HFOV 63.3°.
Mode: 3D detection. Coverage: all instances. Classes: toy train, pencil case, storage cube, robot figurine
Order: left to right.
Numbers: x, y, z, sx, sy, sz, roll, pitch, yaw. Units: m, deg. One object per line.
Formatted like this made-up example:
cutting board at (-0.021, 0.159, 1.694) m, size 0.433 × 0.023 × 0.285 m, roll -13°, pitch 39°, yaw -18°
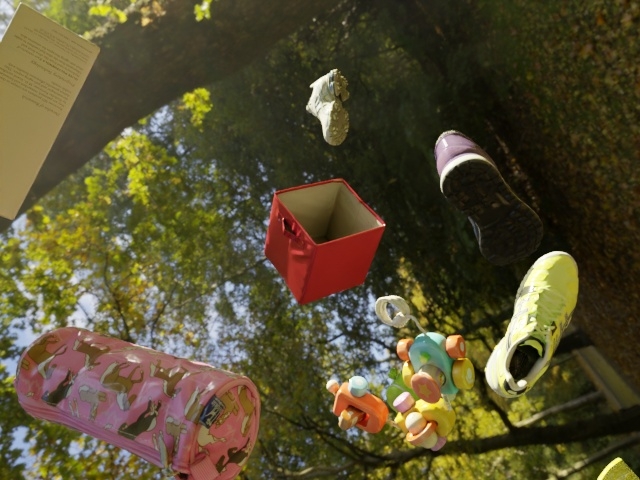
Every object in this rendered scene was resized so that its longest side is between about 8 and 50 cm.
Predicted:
pencil case at (-0.286, 0.243, 0.798) m, size 0.167 × 0.386 × 0.160 m, roll 38°, pitch -115°, yaw -61°
storage cube at (0.000, 0.000, 1.185) m, size 0.215 × 0.193 × 0.183 m, roll -17°, pitch -130°, yaw -31°
toy train at (0.064, 0.137, 0.470) m, size 0.125 × 0.166 × 0.046 m, roll 28°, pitch -144°, yaw 17°
robot figurine at (0.173, 0.284, 0.995) m, size 0.101 × 0.115 × 0.067 m, roll 47°, pitch 156°, yaw 9°

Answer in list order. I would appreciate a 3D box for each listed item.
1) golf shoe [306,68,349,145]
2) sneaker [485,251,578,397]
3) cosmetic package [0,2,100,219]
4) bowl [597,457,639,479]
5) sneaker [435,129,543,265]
golf shoe at (0.012, -0.266, 1.078) m, size 0.069 × 0.086 × 0.176 m, roll 39°, pitch -133°, yaw -50°
sneaker at (0.532, 0.208, 1.250) m, size 0.145 × 0.384 × 0.147 m, roll 22°, pitch 176°, yaw 8°
cosmetic package at (-0.590, -0.240, 1.005) m, size 0.155 × 0.365 × 0.197 m, roll 26°, pitch 176°, yaw -31°
bowl at (0.697, 0.656, 1.148) m, size 0.289 × 0.156 × 0.289 m, roll 52°, pitch -171°, yaw -12°
sneaker at (0.281, -0.075, 0.866) m, size 0.283 × 0.107 × 0.124 m, roll 46°, pitch -154°, yaw -38°
